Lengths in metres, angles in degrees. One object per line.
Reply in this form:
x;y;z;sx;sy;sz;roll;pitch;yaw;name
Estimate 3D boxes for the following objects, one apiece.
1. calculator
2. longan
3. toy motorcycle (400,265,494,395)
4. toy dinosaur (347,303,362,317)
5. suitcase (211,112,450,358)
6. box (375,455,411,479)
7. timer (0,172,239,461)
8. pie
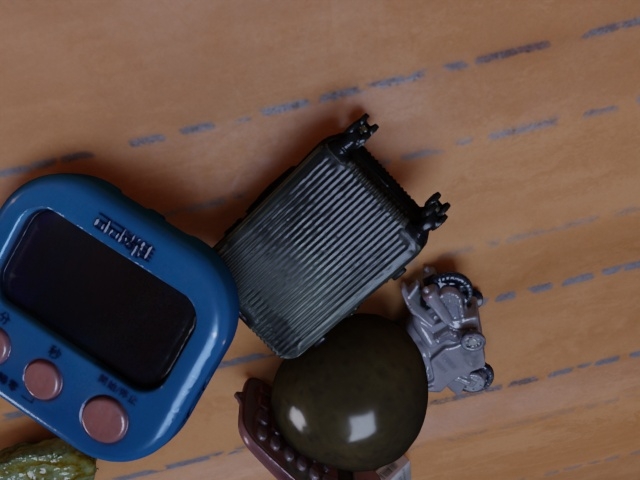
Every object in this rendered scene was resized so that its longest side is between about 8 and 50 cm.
-0.021;0.352;1.260;0.048;0.220;0.329;-43;104;14;calculator
0.051;0.230;1.183;0.246;0.246;0.215;-5;172;-7;longan
0.186;0.160;1.251;0.170;0.110;0.260;-10;124;14;toy motorcycle
0.013;0.024;1.163;0.187;0.087;0.179;-41;87;2;toy dinosaur
0.000;0.000;1.032;0.312;0.128;0.202;-42;94;21;suitcase
0.110;0.484;1.474;0.154;0.040;0.084;-35;138;-29;box
-0.285;0.096;0.994;0.340;0.115;0.309;31;101;7;timer
-0.494;0.403;1.312;0.248;0.090;0.201;-24;139;8;pie
